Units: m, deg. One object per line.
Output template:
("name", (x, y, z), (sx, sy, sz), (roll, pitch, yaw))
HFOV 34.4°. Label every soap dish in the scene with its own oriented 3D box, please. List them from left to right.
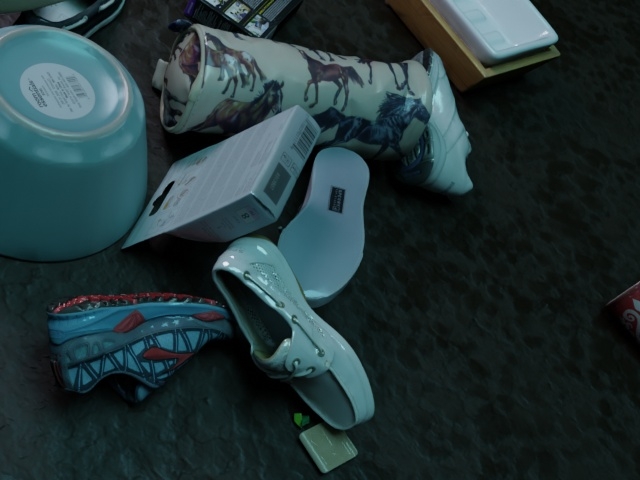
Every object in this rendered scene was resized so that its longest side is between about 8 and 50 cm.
("soap dish", (0.267, -0.405, 1.873), (0.229, 0.118, 0.290), (-22, 69, -40))

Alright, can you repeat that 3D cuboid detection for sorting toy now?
("sorting toy", (0.002, 0.243, 1.279), (0.062, 0.012, 0.083), (-20, 67, -42))

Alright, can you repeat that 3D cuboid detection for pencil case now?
("pencil case", (-0.032, -0.213, 1.513), (0.411, 0.159, 0.183), (4, 27, -29))

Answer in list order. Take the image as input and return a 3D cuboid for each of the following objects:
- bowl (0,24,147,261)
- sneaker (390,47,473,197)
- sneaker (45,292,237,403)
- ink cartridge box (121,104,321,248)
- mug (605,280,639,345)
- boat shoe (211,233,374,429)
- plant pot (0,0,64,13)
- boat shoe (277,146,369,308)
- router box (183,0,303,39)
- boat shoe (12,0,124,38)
("bowl", (-0.340, -0.146, 1.276), (0.312, 0.163, 0.311), (17, 48, -19))
("sneaker", (0.179, -0.186, 1.679), (0.129, 0.111, 0.297), (28, 48, -31))
("sneaker", (-0.208, 0.124, 1.208), (0.262, 0.104, 0.125), (2, 93, -46))
("ink cartridge box", (-0.125, -0.066, 1.319), (0.066, 0.232, 0.189), (47, 40, -23))
("mug", (0.559, 0.133, 1.634), (0.150, 0.113, 0.169), (-23, 73, -39))
("boat shoe", (-0.042, 0.128, 1.240), (0.277, 0.098, 0.096), (54, 37, -6))
("plant pot", (-0.400, -0.360, 1.351), (0.096, 0.109, 0.109), (-25, 40, 4))
("boat shoe", (-0.004, -0.001, 1.404), (0.113, 0.105, 0.306), (14, 41, -6))
("router box", (-0.119, -0.384, 1.675), (0.133, 0.046, 0.179), (36, 45, -1))
("boat shoe", (-0.345, -0.359, 1.487), (0.114, 0.091, 0.302), (23, 46, -10))
